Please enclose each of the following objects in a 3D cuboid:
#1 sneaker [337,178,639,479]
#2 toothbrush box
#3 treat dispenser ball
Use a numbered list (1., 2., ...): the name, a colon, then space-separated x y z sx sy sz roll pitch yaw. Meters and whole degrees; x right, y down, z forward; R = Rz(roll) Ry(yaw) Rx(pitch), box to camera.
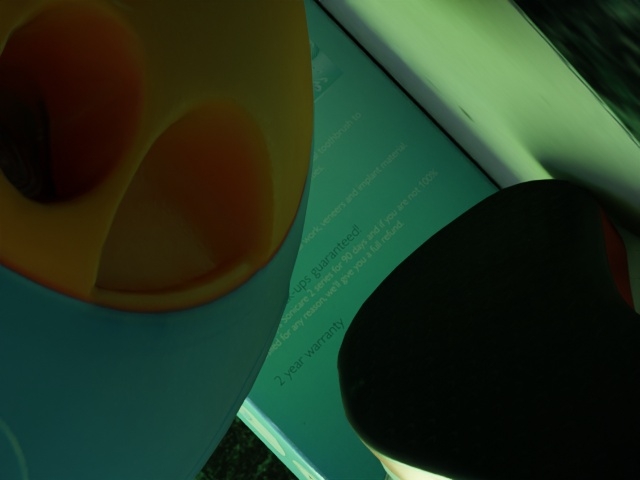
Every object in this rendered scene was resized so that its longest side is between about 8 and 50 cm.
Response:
1. sneaker: 0.097 0.077 0.463 0.145 0.090 0.270 48 176 -19
2. toothbrush box: -0.038 -0.021 0.784 0.295 0.126 0.216 45 173 3
3. treat dispenser ball: -0.144 -0.030 0.446 0.288 0.288 0.288 46 180 0
